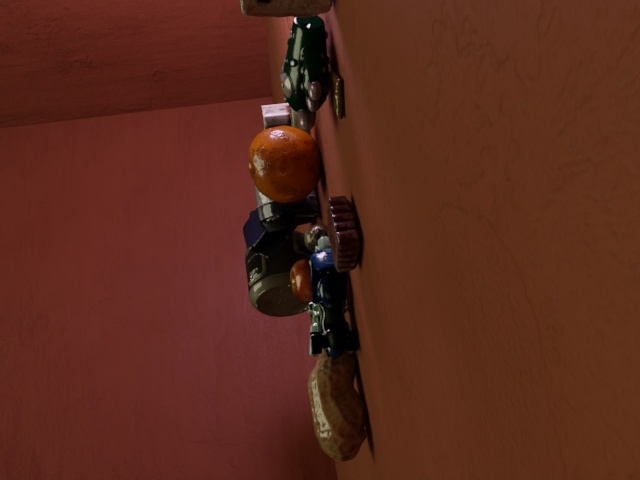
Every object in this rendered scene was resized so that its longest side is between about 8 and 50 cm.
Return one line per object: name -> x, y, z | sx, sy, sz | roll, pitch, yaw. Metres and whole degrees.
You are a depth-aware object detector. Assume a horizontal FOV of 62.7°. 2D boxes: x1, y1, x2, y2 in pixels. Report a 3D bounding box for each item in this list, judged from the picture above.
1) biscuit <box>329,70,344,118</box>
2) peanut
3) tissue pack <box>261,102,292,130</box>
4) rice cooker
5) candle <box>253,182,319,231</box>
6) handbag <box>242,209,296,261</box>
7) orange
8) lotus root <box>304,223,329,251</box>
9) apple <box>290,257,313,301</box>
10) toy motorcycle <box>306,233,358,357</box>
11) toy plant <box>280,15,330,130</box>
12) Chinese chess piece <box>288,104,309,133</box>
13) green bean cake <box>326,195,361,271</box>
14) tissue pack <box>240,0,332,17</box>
biscuit -> 0.034, -0.303, 1.093 | 0.081, 0.018, 0.083 | -105, 9, -56
peanut -> 0.046, 0.431, 1.439 | 0.140, 0.153, 0.324 | 23, -120, -56
tissue pack -> -0.136, -0.440, 1.938 | 0.099, 0.149, 0.106 | -104, 8, -50
rice cooker -> -0.171, 0.133, 2.316 | 0.335, 0.336, 0.325 | 89, 172, -52
candle -> -0.131, -0.208, 1.832 | 0.221, 0.222, 0.342 | 153, 107, -84
handbag -> -0.184, -0.103, 2.130 | 0.303, 0.122, 0.329 | -54, 24, 9
orange -> -0.110, -0.232, 1.611 | 0.240, 0.240, 0.239 | 172, 90, -84
lotus root -> -0.002, -0.002, 1.552 | 0.165, 0.088, 0.088 | 54, -155, -73
apple -> -0.031, 0.137, 1.827 | 0.163, 0.139, 0.163 | 179, 90, -74
toy motorcycle -> 0.022, 0.144, 1.387 | 0.196, 0.125, 0.330 | 134, 132, -84
toy plant -> -0.033, -0.374, 1.186 | 0.243, 0.113, 0.232 | 115, 152, -70
Chinese chess piece -> -0.076, -0.427, 1.810 | 0.144, 0.059, 0.144 | 172, 90, -85
green bean cake -> 0.050, -0.014, 1.152 | 0.135, 0.057, 0.135 | 93, 168, -56
tissue pack -> -0.080, -0.549, 1.025 | 0.092, 0.184, 0.226 | 108, 153, -68
